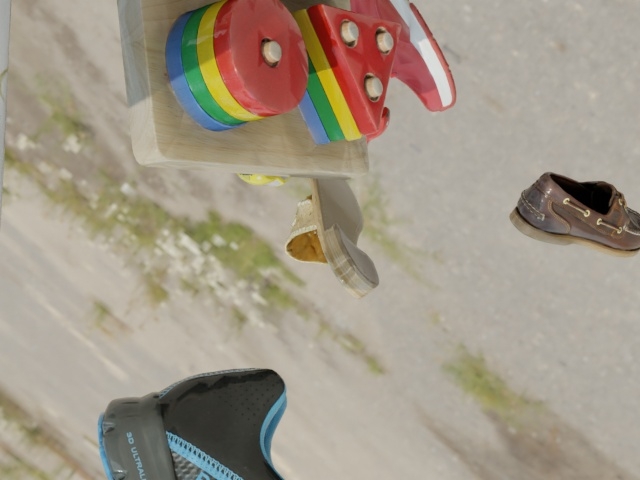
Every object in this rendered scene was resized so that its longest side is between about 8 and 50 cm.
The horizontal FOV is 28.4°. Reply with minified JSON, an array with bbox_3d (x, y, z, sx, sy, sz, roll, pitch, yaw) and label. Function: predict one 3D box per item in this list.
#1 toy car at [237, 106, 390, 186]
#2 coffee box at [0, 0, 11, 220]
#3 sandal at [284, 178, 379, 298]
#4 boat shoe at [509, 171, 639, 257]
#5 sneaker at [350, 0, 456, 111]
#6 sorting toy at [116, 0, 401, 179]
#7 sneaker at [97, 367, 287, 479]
[{"bbox_3d":[-0.036,-0.149,1.831,0.225,0.239,0.053,38,148,59],"label":"toy car"},{"bbox_3d":[-0.381,-0.135,0.620,0.338,0.334,0.338,13,158,-41],"label":"coffee box"},{"bbox_3d":[-0.004,-0.004,1.291,0.088,0.079,0.240,46,-165,-27],"label":"sandal"},{"bbox_3d":[0.301,-0.030,1.391,0.207,0.073,0.073,6,-146,-41],"label":"boat shoe"},{"bbox_3d":[0.034,-0.194,1.218,0.221,0.128,0.087,57,-175,-26],"label":"sneaker"},{"bbox_3d":[-0.032,-0.183,0.964,0.089,0.255,0.257,-10,174,36],"label":"sorting toy"},{"bbox_3d":[-0.035,0.246,0.838,0.125,0.140,0.340,107,143,-75],"label":"sneaker"}]
